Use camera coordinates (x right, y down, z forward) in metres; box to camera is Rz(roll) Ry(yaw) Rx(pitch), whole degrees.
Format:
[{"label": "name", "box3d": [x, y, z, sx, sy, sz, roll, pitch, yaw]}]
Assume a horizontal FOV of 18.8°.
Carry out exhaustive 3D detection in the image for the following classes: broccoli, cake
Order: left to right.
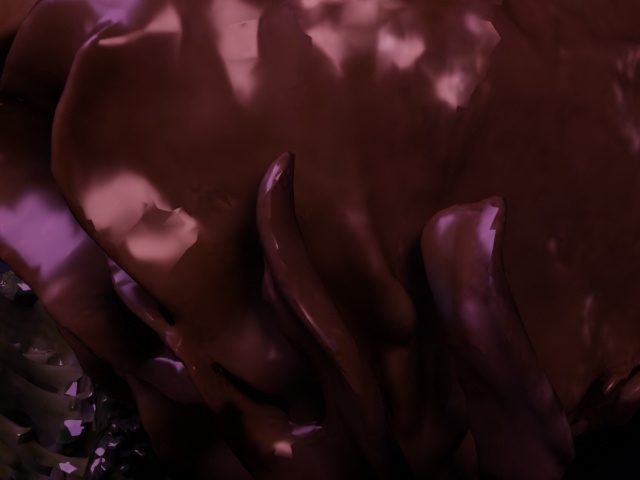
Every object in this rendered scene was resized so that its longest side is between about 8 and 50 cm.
[{"label": "broccoli", "box3d": [-0.139, 0.104, 0.942, 0.198, 0.176, 0.226, -47, -3, 3]}, {"label": "cake", "box3d": [-0.009, -0.001, 0.761, 0.332, 0.332, 0.321, -24, 55, 44]}]
